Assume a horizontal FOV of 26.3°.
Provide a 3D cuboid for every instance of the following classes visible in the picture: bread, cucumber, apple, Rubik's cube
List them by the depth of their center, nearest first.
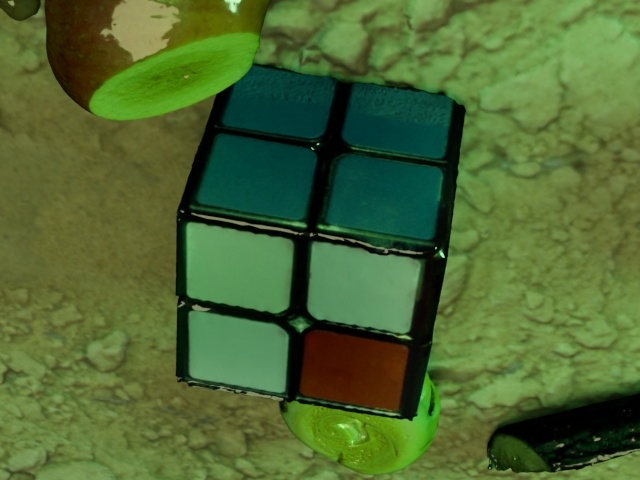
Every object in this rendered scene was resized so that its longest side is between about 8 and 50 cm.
[{"bbox_3d":[-0.097,-0.157,0.851,0.147,0.163,0.146,3,178,-6],"label":"apple"},{"bbox_3d":[0.000,0.001,0.976,0.183,0.167,0.180,11,134,2],"label":"Rubik's cube"},{"bbox_3d":[0.231,0.165,1.158,0.220,0.070,0.046,-20,96,24],"label":"cucumber"},{"bbox_3d":[0.033,0.137,1.161,0.139,0.071,0.130,16,136,-6],"label":"bread"}]

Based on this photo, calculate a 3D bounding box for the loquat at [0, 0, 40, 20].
[{"bbox_3d":[-0.244,-0.214,0.831,0.172,0.149,0.204,-20,119,31],"label":"loquat"}]
